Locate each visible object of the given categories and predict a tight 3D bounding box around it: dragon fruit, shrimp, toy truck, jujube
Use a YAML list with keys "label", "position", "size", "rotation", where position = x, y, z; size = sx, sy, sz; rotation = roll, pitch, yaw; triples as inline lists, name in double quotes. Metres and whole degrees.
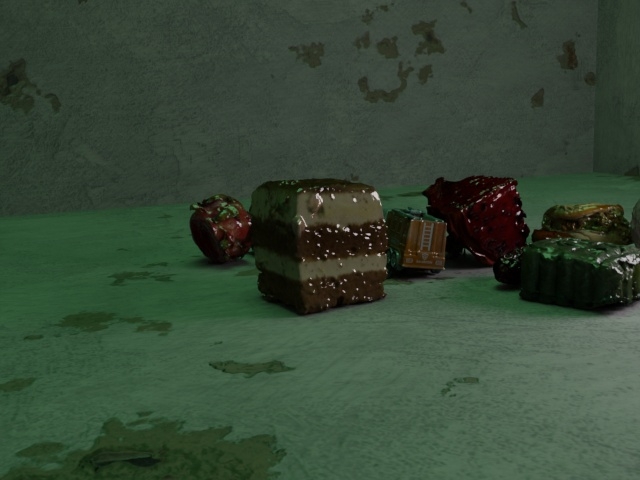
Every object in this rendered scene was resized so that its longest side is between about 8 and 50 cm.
- label: "dragon fruit"
  position: [0.400, -0.037, 2.020]
  size: [0.228, 0.286, 0.329]
  rotation: [-36, 30, -21]
- label: "shrimp"
  position: [0.392, 0.015, 2.106]
  size: [0.074, 0.073, 0.190]
  rotation: [-4, 5, 14]
- label: "toy truck"
  position: [0.239, -0.012, 1.969]
  size: [0.136, 0.162, 0.305]
  rotation: [5, 8, -14]
- label: "jujube"
  position: [0.491, 0.065, 1.755]
  size: [0.165, 0.104, 0.104]
  rotation: [-18, 17, -28]
- label: "dragon fruit"
  position: [-0.304, -0.030, 2.132]
  size: [0.147, 0.211, 0.282]
  rotation: [-17, 25, -33]

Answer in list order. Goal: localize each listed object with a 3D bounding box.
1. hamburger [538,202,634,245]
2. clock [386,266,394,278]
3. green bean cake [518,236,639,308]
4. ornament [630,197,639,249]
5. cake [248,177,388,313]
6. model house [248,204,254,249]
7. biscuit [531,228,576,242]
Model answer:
- label: "hamburger"
  position: [0.798, -0.039, 2.124]
  size: [0.286, 0.146, 0.243]
  rotation: [-2, 2, 37]
- label: "clock"
  position: [0.155, 0.088, 1.901]
  size: [0.085, 0.017, 0.085]
  rotation: [-2, 10, 0]
- label: "green bean cake"
  position: [0.608, 0.070, 1.617]
  size: [0.241, 0.132, 0.255]
  rotation: [-7, 11, -42]
- label: "ornament"
  position: [0.975, -0.052, 1.916]
  size: [0.259, 0.225, 0.259]
  rotation: [-3, 11, 1]
- label: "cake"
  position: [0.000, 0.000, 1.692]
  size: [0.282, 0.290, 0.255]
  rotation: [-5, 12, -31]
- label: "model house"
  position: [-0.129, -0.024, 2.248]
  size: [0.182, 0.167, 0.172]
  rotation: [9, 19, -32]
- label: "biscuit"
  position: [0.670, 0.016, 1.951]
  size: [0.192, 0.049, 0.192]
  rotation: [20, 18, -7]
